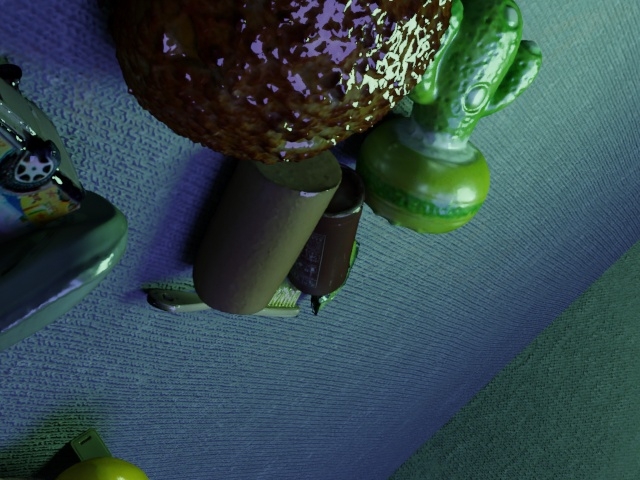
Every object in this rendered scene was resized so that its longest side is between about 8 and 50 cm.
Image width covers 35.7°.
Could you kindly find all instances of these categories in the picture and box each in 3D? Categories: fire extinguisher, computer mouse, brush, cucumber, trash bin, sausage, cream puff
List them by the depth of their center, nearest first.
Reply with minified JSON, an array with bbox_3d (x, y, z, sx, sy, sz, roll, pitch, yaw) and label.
[{"bbox_3d":[-0.017,-0.202,0.904,0.350,0.229,0.350,-34,158,-16],"label":"cream puff"},{"bbox_3d":[-0.328,0.065,0.946,0.330,0.197,0.095,-32,114,-3],"label":"computer mouse"},{"bbox_3d":[-0.078,-0.012,1.258,0.123,0.123,0.253,-16,146,-44],"label":"sausage"},{"bbox_3d":[0.000,0.000,1.410,0.104,0.105,0.269,-30,155,-23],"label":"fire extinguisher"},{"bbox_3d":[-0.128,0.069,1.412,0.312,0.072,0.067,5,106,-54],"label":"brush"},{"bbox_3d":[-0.345,0.335,1.531,0.043,0.061,0.092,-33,158,-17],"label":"trash bin"},{"bbox_3d":[0.025,0.033,1.584,0.070,0.046,0.220,-29,155,-30],"label":"cucumber"}]

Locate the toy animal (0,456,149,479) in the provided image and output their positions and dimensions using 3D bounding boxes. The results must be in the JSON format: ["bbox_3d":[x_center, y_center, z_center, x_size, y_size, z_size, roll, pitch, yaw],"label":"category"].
[{"bbox_3d":[-0.357,0.447,1.384,0.277,0.247,0.345,-34,148,33],"label":"toy animal"}]

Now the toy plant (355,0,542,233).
[{"bbox_3d":[0.177,-0.178,1.314,0.224,0.184,0.316,-1,126,-32],"label":"toy plant"}]

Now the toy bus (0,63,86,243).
[{"bbox_3d":[-0.313,-0.100,0.790,0.138,0.112,0.317,-31,155,3],"label":"toy bus"}]
